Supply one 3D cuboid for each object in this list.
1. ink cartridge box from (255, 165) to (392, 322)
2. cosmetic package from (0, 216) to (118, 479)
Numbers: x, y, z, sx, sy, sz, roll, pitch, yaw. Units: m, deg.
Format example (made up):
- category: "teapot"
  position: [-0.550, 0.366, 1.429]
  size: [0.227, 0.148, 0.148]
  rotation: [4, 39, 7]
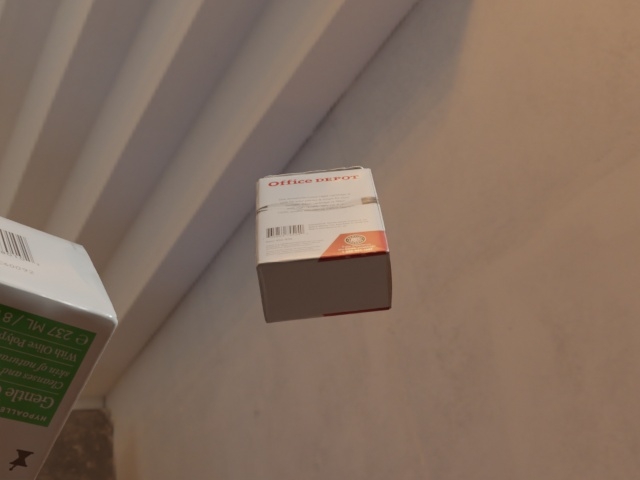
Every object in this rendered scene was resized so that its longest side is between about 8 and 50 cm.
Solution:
- category: "ink cartridge box"
  position: [0.000, 0.000, 0.695]
  size: [0.135, 0.099, 0.056]
  rotation: [-95, 179, -58]
- category: "cosmetic package"
  position: [-0.335, 0.155, 0.683]
  size: [0.366, 0.196, 0.155]
  rotation: [-62, -147, 9]
